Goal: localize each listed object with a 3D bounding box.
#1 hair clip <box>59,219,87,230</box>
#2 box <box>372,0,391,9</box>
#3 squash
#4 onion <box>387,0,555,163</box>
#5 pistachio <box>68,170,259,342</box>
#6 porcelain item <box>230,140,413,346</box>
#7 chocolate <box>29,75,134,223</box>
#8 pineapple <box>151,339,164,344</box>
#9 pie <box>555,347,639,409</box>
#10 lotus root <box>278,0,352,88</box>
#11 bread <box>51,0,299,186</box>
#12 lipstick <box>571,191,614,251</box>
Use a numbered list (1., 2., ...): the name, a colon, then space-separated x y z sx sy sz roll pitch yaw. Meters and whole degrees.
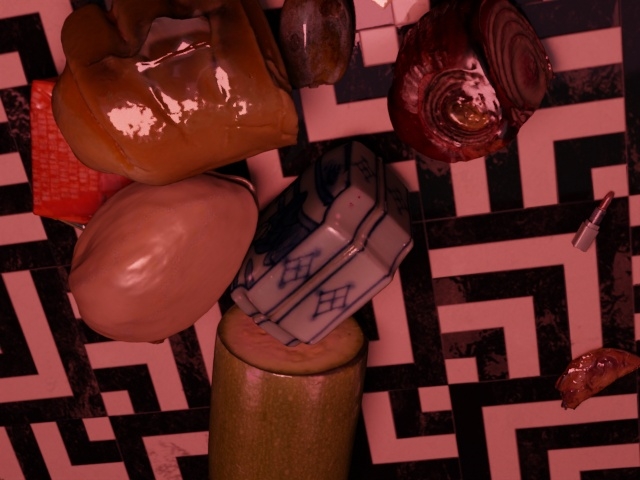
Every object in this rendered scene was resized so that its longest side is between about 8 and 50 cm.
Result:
1. hair clip: -0.387 -0.024 1.564 0.188 0.033 0.060 24 118 -8
2. box: 0.054 -0.422 1.227 0.168 0.212 0.095 34 115 -11
3. squash: -0.065 0.318 1.566 0.263 0.263 0.384 8 117 3
4. onion: 0.198 -0.241 1.306 0.206 0.216 0.207 -20 109 39
5. pistachio: -0.236 0.014 1.363 0.332 0.208 0.226 -42 91 0
6. porcelain item: 0.000 0.000 1.394 0.157 0.281 0.286 42 114 -17
7. chocolate: -0.344 -0.143 1.465 0.235 0.108 0.237 8 115 3
8. pineapple: -0.279 0.107 1.598 0.074 0.074 0.159 23 111 -4
9. pie: 0.481 0.240 1.589 0.092 0.034 0.170 39 114 -16
10. lotus root: -0.007 -0.322 1.351 0.113 0.088 0.192 -3 115 -10
11. bread: -0.226 -0.240 1.270 0.342 0.210 0.300 -16 71 -2
12. lipstick: 0.450 -0.033 1.469 0.025 0.025 0.107 24 109 -5
